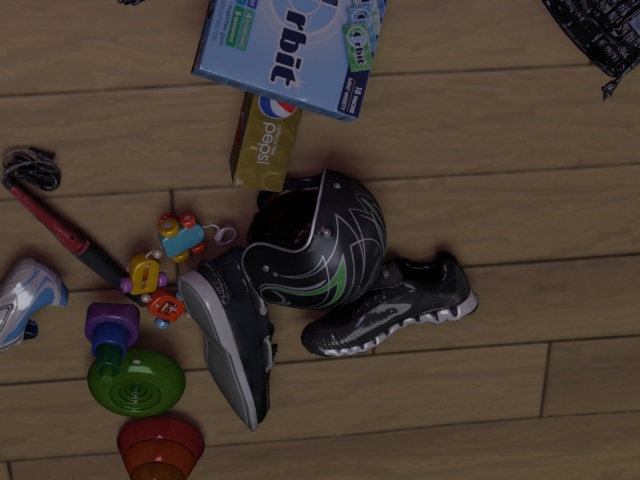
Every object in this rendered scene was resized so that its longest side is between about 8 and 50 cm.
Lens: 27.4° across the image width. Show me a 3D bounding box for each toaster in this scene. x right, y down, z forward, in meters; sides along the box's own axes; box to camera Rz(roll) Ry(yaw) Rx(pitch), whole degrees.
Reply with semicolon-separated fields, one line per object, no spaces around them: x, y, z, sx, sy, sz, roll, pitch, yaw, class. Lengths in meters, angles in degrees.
0.323;-0.283;1.426;0.185;0.110;0.168;-39;121;18;toaster

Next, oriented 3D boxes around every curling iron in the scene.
-0.288;-0.007;1.583;0.068;0.035;0.274;-27;124;11;curling iron

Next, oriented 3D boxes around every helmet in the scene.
0.000;0.000;1.553;0.161;0.169;0.169;-12;128;20;helmet

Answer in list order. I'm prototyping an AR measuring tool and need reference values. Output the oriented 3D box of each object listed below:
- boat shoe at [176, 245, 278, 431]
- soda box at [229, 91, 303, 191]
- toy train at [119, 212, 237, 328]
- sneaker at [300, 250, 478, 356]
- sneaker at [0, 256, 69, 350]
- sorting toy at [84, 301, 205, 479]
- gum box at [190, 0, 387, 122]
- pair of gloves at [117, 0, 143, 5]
-0.096;0.130;1.664;0.091;0.114;0.302;-34;145;-19;boat shoe
-0.056;-0.146;1.502;0.061;0.058;0.181;7;125;-14;soda box
-0.183;0.029;1.623;0.125;0.046;0.166;18;116;-44;toy train
0.080;0.072;1.671;0.234;0.078;0.106;-18;123;0;sneaker
-0.409;0.115;1.622;0.237;0.085;0.086;-39;111;19;sneaker
-0.234;0.238;1.679;0.127;0.126;0.365;-5;136;4;sorting toy
-0.030;-0.228;1.407;0.184;0.041;0.157;16;84;-19;gum box
-0.200;-0.294;1.406;0.074;0.010;0.083;-28;127;10;pair of gloves
